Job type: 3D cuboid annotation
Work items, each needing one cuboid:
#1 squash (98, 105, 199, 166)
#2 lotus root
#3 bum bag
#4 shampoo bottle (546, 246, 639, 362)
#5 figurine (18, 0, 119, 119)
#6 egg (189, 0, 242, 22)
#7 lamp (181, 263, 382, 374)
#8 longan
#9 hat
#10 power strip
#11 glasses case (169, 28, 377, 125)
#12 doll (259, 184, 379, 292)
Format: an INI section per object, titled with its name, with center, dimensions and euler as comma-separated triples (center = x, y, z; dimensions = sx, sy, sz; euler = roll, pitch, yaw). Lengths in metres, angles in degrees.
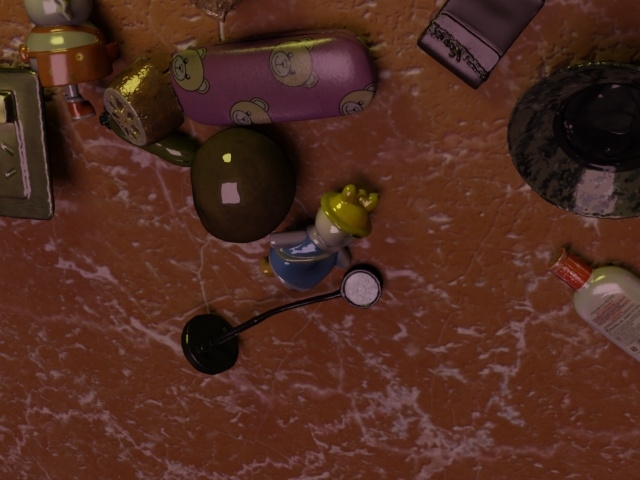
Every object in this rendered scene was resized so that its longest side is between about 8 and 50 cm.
[squash]
center = -0.271, -0.166, 1.523
dimensions = 0.183, 0.052, 0.052
euler = 27, 128, 8
[lotus root]
center = -0.265, -0.207, 1.442
dimensions = 0.122, 0.081, 0.112
euler = 56, 154, -10
[bum bag]
center = 0.208, -0.284, 1.255
dimensions = 0.109, 0.026, 0.159
euler = 35, 128, -2
[shampoo bottle]
center = 0.429, 0.090, 1.399
dimensions = 0.221, 0.051, 0.108
euler = 37, 129, -3
[figurine]
center = -0.389, -0.313, 1.421
dimensions = 0.143, 0.143, 0.271
euler = -10, 119, 28
[egg]
center = -0.142, -0.370, 1.286
dimensions = 0.116, 0.118, 0.140
euler = -7, 130, 7
[lamp]
center = -0.062, 0.112, 1.629
dimensions = 0.371, 0.108, 0.130
euler = -31, 95, 20
[longan]
center = -0.119, -0.081, 1.444
dimensions = 0.167, 0.167, 0.187
euler = 31, 132, 1
[hat]
center = 0.371, -0.153, 1.212
dimensions = 0.265, 0.128, 0.265
euler = 18, 142, 15
[power strip]
center = -0.551, -0.171, 1.609
dimensions = 0.257, 0.092, 0.251
euler = 7, 116, 20
[glasses case]
center = -0.072, -0.231, 1.375
dimensions = 0.316, 0.076, 0.123
euler = -1, 123, 23
[doll]
center = 0.000, -0.001, 1.489
dimensions = 0.135, 0.099, 0.241
euler = 40, 125, -7
